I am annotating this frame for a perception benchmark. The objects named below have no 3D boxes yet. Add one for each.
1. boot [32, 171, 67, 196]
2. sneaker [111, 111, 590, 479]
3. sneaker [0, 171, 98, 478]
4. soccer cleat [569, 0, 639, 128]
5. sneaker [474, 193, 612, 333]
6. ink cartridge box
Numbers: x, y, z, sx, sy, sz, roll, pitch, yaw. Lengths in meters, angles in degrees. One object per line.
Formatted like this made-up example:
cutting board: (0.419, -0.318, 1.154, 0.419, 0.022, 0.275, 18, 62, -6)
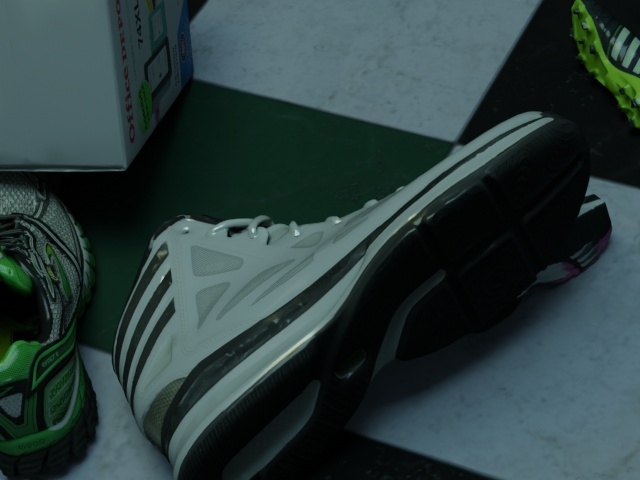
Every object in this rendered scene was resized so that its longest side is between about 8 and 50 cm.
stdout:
boot: (-0.292, -0.080, 1.695, 0.087, 0.042, 0.118, -1, 47, 13)
sneaker: (-0.001, 0.000, 1.440, 0.447, 0.169, 0.257, -39, 50, -5)
sneaker: (-0.272, 0.037, 1.509, 0.134, 0.146, 0.344, -16, 45, -4)
soccer cleat: (0.306, -0.177, 1.669, 0.072, 0.060, 0.179, -14, 52, -16)
sneaker: (0.178, 0.003, 1.509, 0.178, 0.072, 0.077, -29, 47, -17)
ink cartridge box: (-0.256, -0.207, 1.640, 0.197, 0.198, 0.270, 1, 26, 10)
